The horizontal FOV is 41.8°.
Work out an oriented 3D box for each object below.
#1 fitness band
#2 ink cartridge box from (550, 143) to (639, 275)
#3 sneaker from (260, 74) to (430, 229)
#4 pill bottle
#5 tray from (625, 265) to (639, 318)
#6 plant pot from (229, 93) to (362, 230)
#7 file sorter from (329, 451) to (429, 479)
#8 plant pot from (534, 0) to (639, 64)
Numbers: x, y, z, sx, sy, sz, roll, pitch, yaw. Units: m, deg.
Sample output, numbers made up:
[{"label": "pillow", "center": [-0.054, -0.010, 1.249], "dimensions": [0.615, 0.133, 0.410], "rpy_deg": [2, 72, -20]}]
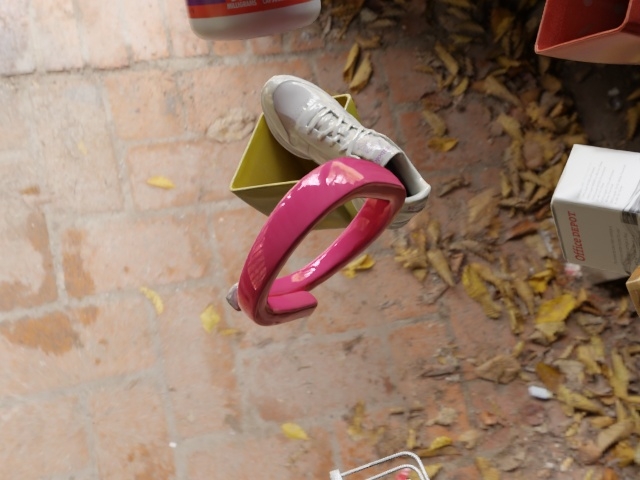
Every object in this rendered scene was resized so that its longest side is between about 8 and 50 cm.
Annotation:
[{"label": "fitness band", "center": [0.000, 0.000, 0.940], "dimensions": [0.054, 0.291, 0.209], "rpy_deg": [41, 105, 15]}, {"label": "ink cartridge box", "center": [0.574, -0.033, 1.427], "dimensions": [0.308, 0.223, 0.129], "rpy_deg": [13, 66, 30]}, {"label": "sneaker", "center": [0.046, -0.149, 1.251], "dimensions": [0.305, 0.152, 0.114], "rpy_deg": [41, 71, -6]}, {"label": "pill bottle", "center": [-0.109, -0.432, 1.084], "dimensions": [0.182, 0.181, 0.322], "rpy_deg": [-17, 112, -18]}, {"label": "tray", "center": [0.523, 0.197, 0.934], "dimensions": [0.076, 0.203, 0.410], "rpy_deg": [-31, 98, -53]}, {"label": "plant pot", "center": [-0.014, -0.132, 1.633], "dimensions": [0.187, 0.212, 0.212], "rpy_deg": [50, 48, -41]}, {"label": "file sorter", "center": [0.141, 0.554, 1.587], "dimensions": [0.173, 0.277, 0.192], "rpy_deg": [-19, 49, -6]}, {"label": "plant pot", "center": [0.578, -0.442, 1.479], "dimensions": [0.236, 0.267, 0.267], "rpy_deg": [14, 89, -17]}]
